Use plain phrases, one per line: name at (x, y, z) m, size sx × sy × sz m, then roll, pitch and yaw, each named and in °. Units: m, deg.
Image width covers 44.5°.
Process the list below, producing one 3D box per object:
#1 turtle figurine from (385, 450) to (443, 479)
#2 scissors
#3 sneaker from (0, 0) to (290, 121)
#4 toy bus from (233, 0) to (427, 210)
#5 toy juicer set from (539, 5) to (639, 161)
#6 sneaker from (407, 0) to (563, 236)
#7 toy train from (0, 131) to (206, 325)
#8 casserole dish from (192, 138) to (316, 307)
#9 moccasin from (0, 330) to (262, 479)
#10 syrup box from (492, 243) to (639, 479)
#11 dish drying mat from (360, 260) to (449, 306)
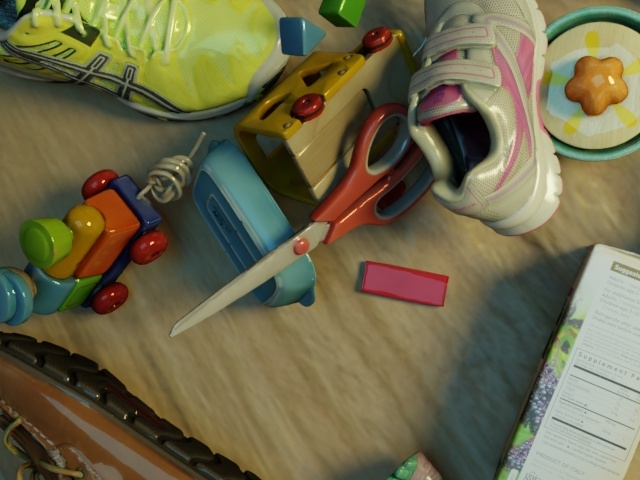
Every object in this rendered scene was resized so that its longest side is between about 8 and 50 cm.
turtle figurine at (0.138, 0.309, 0.694) m, size 0.234 × 0.118 × 0.175 m, roll 42°, pitch 100°, yaw 24°
scissors at (0.000, 0.000, 0.695) m, size 0.297 × 0.109 × 0.021 m, roll -48°, pitch 44°, yaw -7°
sneaker at (-0.219, -0.208, 0.782) m, size 0.385 × 0.147 × 0.145 m, roll 7°, pitch 89°, yaw 13°
toy bus at (0.014, -0.129, 0.738) m, size 0.104 × 0.202 × 0.190 m, roll 19°, pitch 102°, yaw 44°
toy juicer set at (0.236, -0.173, 0.688) m, size 0.329 × 0.089 × 0.209 m, roll -8°, pitch 91°, yaw 17°
sneaker at (0.129, -0.131, 0.656) m, size 0.103 × 0.111 × 0.252 m, roll -21°, pitch 74°, yaw 41°
toy train at (-0.222, -0.015, 0.750) m, size 0.105 × 0.143 × 0.248 m, roll 50°, pitch 121°, yaw 10°
casserole dish at (-0.071, -0.010, 0.758) m, size 0.037 × 0.114 × 0.188 m, roll -28°, pitch 80°, yaw -25°
moccasin at (-0.230, 0.219, 0.792) m, size 0.380 × 0.139 × 0.147 m, roll 33°, pitch 88°, yaw 4°
syrup box at (0.238, 0.126, 0.684) m, size 0.096 × 0.093 × 0.236 m, roll 21°, pitch 94°, yaw 14°
dish drying mat at (0.083, 0.043, 0.770) m, size 0.083 × 0.008 × 0.032 m, roll 10°, pitch 91°, yaw 15°
